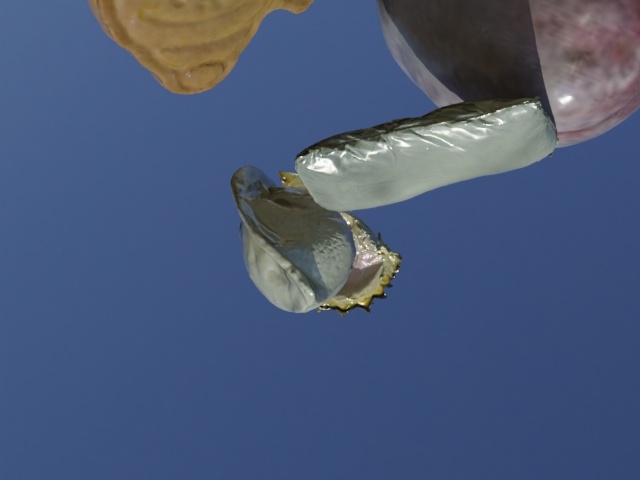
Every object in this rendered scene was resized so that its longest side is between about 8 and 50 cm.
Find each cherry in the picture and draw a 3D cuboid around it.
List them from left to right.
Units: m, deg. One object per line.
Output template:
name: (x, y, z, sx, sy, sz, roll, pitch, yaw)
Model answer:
cherry: (0.196, -0.243, 1.721, 0.326, 0.291, 0.335, -15, -112, 46)

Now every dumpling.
dumpling: (-0.035, -0.007, 1.754, 0.111, 0.155, 0.181, -45, -171, -12)

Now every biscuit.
biscuit: (-0.114, -0.324, 1.902, 0.312, 0.351, 0.057, -28, -136, -18)

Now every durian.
durian: (0.002, -0.007, 2.252, 0.140, 0.224, 0.078, -34, -158, -5)

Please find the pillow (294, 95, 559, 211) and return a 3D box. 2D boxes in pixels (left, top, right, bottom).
pillow: (0.096, -0.075, 1.582, 0.229, 0.128, 0.051, -13, -111, 8)
